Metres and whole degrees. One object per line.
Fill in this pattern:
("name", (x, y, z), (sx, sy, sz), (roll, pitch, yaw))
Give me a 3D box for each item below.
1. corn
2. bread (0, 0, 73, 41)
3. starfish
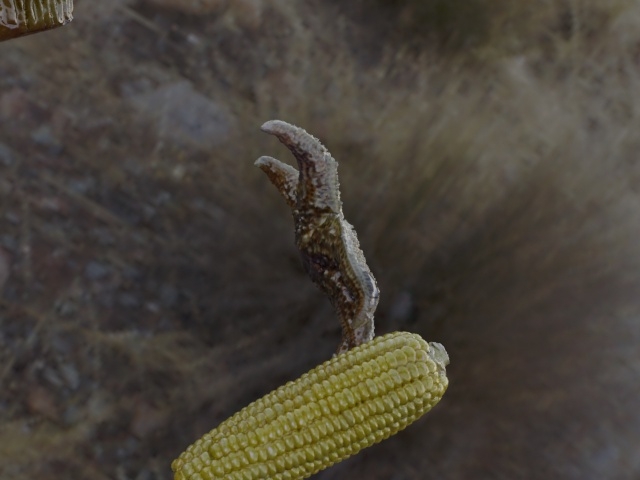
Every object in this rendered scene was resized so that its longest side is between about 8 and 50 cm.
("corn", (-0.005, 0.124, 1.113), (0.067, 0.206, 0.067), (59, -10, 16))
("bread", (-0.166, -0.131, 0.818), (0.085, 0.053, 0.085), (-5, 22, 2))
("starfish", (0.002, -0.001, 1.433), (0.071, 0.216, 0.238), (-17, 38, -17))
